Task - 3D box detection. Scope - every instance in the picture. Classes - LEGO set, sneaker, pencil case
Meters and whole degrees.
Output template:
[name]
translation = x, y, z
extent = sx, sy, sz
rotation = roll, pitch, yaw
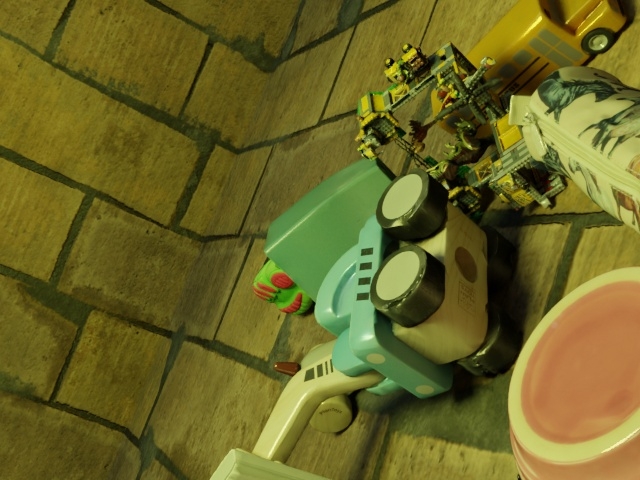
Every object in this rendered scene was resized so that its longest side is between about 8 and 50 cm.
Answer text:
[LEGO set]
translation = 0.218, -0.132, 1.309
extent = 0.255, 0.331, 0.192
rotation = -29, 39, 23
[sneaker]
translation = 0.000, 0.000, 1.748
extent = 0.483, 0.185, 0.202
rotation = -32, 32, 56
[pencil case]
translation = 0.384, -0.094, 1.017
extent = 0.410, 0.183, 0.160
rotation = -114, 18, -64

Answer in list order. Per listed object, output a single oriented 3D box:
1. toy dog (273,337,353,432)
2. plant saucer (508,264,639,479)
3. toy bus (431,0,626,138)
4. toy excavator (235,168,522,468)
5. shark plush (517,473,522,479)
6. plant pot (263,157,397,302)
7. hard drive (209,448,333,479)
[toy dog]
translation = 0.038, 0.182, 1.528
extent = 0.334, 0.161, 0.220
rotation = -61, 23, 9
[plant saucer]
translation = 0.331, 0.154, 0.951
extent = 0.332, 0.084, 0.332
rotation = -44, 21, 23
[toy bus]
translation = 0.339, -0.303, 1.407
extent = 0.332, 0.130, 0.108
rotation = -45, 30, 40
[toy excavator]
translation = 0.064, 0.171, 1.309
extent = 0.445, 0.222, 0.433
rotation = -29, 39, 38
[shark plush]
translation = 0.241, 0.352, 1.062
extent = 0.067, 0.073, 0.161
rotation = 95, 177, -55
[plant pot]
translation = 0.047, -0.026, 1.465
extent = 0.234, 0.165, 0.166
rotation = -43, 13, 12
[hard drive]
translation = -0.044, 0.432, 1.262
extent = 0.203, 0.307, 0.040
rotation = -56, 27, 20
